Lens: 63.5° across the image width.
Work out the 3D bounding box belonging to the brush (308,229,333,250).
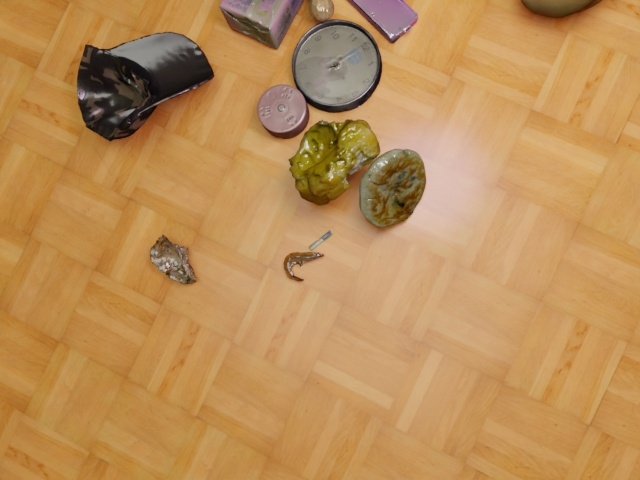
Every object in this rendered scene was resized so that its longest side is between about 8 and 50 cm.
[{"bbox_3d":[0.000,0.000,1.543,0.084,0.013,0.016,-38,84,4],"label":"brush"}]

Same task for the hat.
[{"bbox_3d":[-0.534,-0.463,1.602,0.382,0.257,0.366,-13,64,-29],"label":"hat"}]

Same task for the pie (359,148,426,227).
[{"bbox_3d":[0.202,-0.144,1.434,0.240,0.240,0.054,-51,44,1],"label":"pie"}]

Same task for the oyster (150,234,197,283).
[{"bbox_3d":[-0.441,0.063,1.573,0.177,0.056,0.105,36,102,9],"label":"oyster"}]

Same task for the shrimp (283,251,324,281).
[{"bbox_3d":[-0.047,0.072,1.536,0.127,0.025,0.090,-16,84,10],"label":"shrimp"}]

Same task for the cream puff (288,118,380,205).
[{"bbox_3d":[0.026,-0.234,1.426,0.282,0.282,0.185,-43,102,2],"label":"cream puff"}]

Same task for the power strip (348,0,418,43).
[{"bbox_3d":[0.171,-0.722,1.568,0.109,0.037,0.279,-43,82,2],"label":"power strip"}]

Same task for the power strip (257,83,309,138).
[{"bbox_3d":[-0.110,-0.389,1.556,0.154,0.078,0.154,-1,86,8],"label":"power strip"}]

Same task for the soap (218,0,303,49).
[{"bbox_3d":[-0.174,-0.718,1.560,0.182,0.138,0.199,28,89,7],"label":"soap"}]

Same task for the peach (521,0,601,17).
[{"bbox_3d":[0.671,-0.741,1.374,0.292,0.292,0.247,-39,56,3],"label":"peach"}]

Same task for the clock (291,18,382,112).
[{"bbox_3d":[0.049,-0.528,1.559,0.281,0.055,0.280,-1,86,8],"label":"clock"}]

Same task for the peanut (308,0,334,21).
[{"bbox_3d":[-0.005,-0.727,1.552,0.082,0.082,0.187,-14,65,6],"label":"peanut"}]
